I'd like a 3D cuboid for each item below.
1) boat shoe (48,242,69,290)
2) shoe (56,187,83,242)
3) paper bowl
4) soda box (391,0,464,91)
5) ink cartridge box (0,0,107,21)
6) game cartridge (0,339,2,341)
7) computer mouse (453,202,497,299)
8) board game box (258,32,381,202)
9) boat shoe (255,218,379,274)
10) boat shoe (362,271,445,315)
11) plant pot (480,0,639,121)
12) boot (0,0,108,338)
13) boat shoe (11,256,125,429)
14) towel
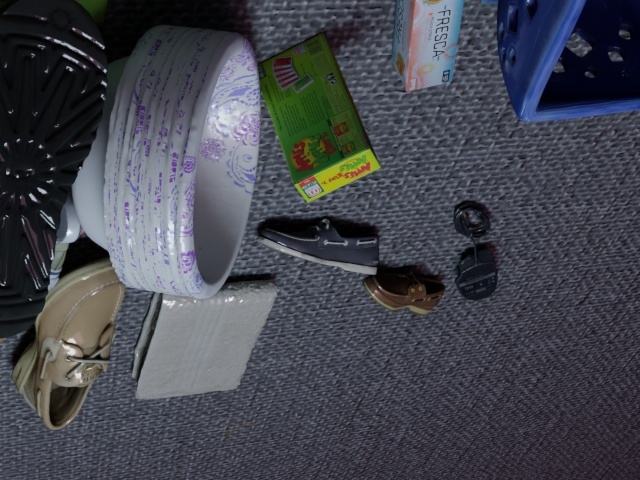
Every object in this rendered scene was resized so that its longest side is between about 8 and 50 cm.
[{"bbox_3d":[-0.436,-0.015,1.327,0.302,0.109,0.094,17,102,-44],"label":"boat shoe"},{"bbox_3d":[-0.276,-0.061,1.257,0.081,0.178,0.063,2,126,-35],"label":"shoe"},{"bbox_3d":[-0.165,-0.086,1.194,0.148,0.284,0.284,8,147,8],"label":"paper bowl"},{"bbox_3d":[0.123,-0.256,1.284,0.063,0.058,0.183,-13,147,-10],"label":"soda box"},{"bbox_3d":[-0.258,-0.272,1.027,0.189,0.097,0.255,-3,143,-24],"label":"ink cartridge box"},{"bbox_3d":[-0.554,0.112,1.473,0.285,0.052,0.323,11,137,-38],"label":"game cartridge"},{"bbox_3d":[0.238,0.014,1.765,0.071,0.041,0.242,-17,140,-1],"label":"computer mouse"},{"bbox_3d":[-0.006,-0.141,1.271,0.092,0.181,0.043,-25,147,9],"label":"board game box"},{"bbox_3d":[0.000,0.000,1.612,0.206,0.075,0.064,14,91,-33],"label":"boat shoe"},{"bbox_3d":[0.133,0.073,1.770,0.060,0.064,0.178,-43,147,24],"label":"boat shoe"},{"bbox_3d":[0.308,-0.288,1.194,0.236,0.212,0.236,-8,146,-17],"label":"plant pot"},{"bbox_3d":[-0.350,-0.091,1.135,0.131,0.260,0.347,13,98,-37],"label":"boot"},{"bbox_3d":[-0.334,0.147,1.561,0.122,0.110,0.341,-17,155,-36],"label":"boat shoe"},{"bbox_3d":[-0.185,0.153,1.730,0.187,0.049,0.282,-4,143,-25],"label":"towel"}]
